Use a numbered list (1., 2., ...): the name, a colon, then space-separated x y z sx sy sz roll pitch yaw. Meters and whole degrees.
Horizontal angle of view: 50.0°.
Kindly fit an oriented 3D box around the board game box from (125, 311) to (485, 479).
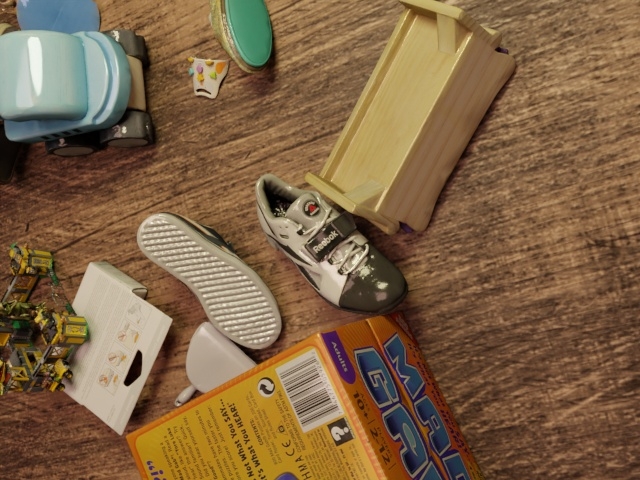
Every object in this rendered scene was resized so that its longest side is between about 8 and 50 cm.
1. board game box: 0.003 0.356 1.055 0.356 0.356 0.357 -30 77 20

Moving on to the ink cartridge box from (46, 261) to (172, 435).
1. ink cartridge box: -0.425 0.216 1.410 0.239 0.060 0.275 29 100 21

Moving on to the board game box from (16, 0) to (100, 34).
1. board game box: -0.558 -0.478 1.469 0.168 0.033 0.133 27 106 -17

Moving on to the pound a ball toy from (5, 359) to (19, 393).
1. pound a ball toy: -0.808 0.219 1.466 0.208 0.319 0.136 22 90 36

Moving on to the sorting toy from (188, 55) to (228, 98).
1. sorting toy: -0.227 -0.320 1.349 0.083 0.045 0.075 14 114 24

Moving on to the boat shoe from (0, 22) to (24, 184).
1. boat shoe: -0.665 -0.294 1.481 0.130 0.132 0.355 6 89 11

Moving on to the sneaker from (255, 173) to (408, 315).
1. sneaker: 0.000 0.000 1.139 0.330 0.146 0.122 34 69 30

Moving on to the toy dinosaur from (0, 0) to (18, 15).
1. toy dinosaur: -0.652 -0.600 1.498 0.295 0.127 0.200 37 96 14

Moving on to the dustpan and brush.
1. dustpan and brush: -0.222 0.261 1.321 0.147 0.060 0.211 43 105 -3

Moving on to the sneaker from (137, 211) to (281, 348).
1. sneaker: -0.195 0.063 1.286 0.126 0.127 0.321 -43 98 4

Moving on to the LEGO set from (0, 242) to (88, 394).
1. LEGO set: -0.644 0.160 1.397 0.255 0.192 0.331 -48 55 21

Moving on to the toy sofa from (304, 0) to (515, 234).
1. toy sofa: 0.146 -0.201 1.136 0.150 0.177 0.363 38 105 45

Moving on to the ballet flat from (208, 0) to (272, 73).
1. ballet flat: -0.172 -0.465 1.293 0.123 0.123 0.349 -13 84 23

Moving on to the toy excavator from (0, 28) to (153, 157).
1. toy excavator: -0.598 -0.294 1.286 0.432 0.445 0.222 -6 86 23
